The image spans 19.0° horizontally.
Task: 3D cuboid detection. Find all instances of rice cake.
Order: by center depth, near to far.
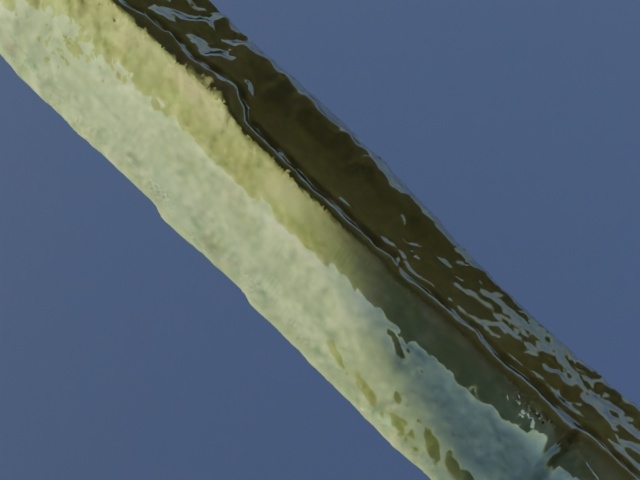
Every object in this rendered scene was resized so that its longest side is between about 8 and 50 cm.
[{"bbox_3d":[0.001,0.000,0.349,0.171,0.033,0.029,45,-147,16],"label":"rice cake"}]
